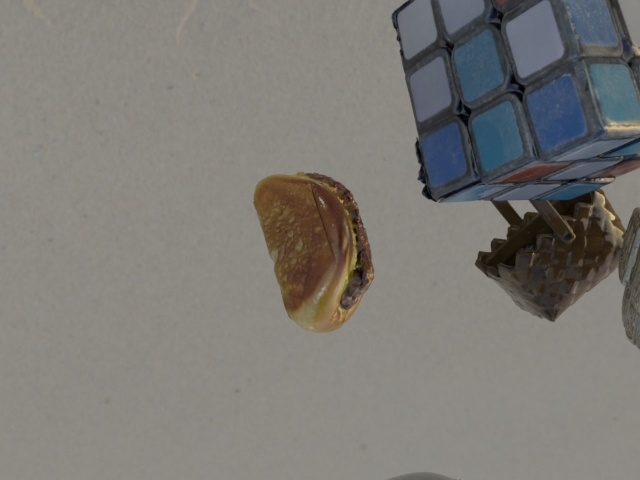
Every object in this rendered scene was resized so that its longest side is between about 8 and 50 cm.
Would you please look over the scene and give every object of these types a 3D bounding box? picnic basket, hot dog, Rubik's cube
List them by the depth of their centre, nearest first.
[{"bbox_3d":[0.372,-0.268,1.405,0.363,0.362,0.359,-4,165,-33],"label":"Rubik's cube"},{"bbox_3d":[0.452,-0.022,1.851,0.291,0.254,0.321,-39,98,-2],"label":"picnic basket"},{"bbox_3d":[0.001,0.001,2.059,0.223,0.405,0.185,-31,154,25],"label":"hot dog"}]

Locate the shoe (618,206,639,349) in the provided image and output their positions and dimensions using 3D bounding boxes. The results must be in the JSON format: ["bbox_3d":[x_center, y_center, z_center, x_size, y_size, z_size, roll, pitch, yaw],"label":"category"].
[{"bbox_3d":[0.630,0.062,1.518,0.198,0.351,0.171,9,124,9],"label":"shoe"}]

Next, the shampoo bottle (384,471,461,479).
[{"bbox_3d":[0.145,0.544,1.512,0.267,0.273,0.273,-15,139,-6],"label":"shampoo bottle"}]
